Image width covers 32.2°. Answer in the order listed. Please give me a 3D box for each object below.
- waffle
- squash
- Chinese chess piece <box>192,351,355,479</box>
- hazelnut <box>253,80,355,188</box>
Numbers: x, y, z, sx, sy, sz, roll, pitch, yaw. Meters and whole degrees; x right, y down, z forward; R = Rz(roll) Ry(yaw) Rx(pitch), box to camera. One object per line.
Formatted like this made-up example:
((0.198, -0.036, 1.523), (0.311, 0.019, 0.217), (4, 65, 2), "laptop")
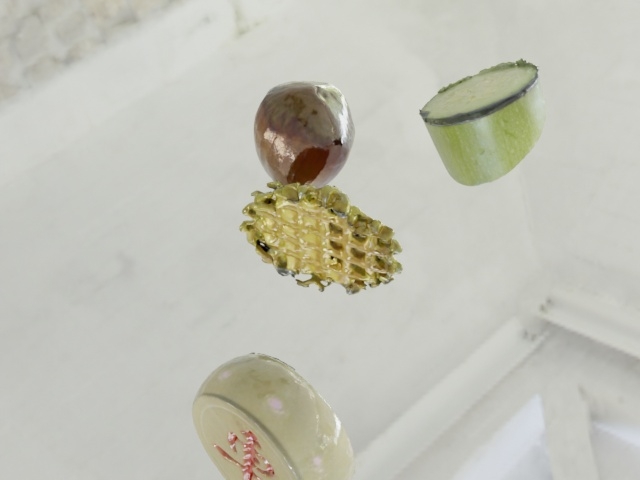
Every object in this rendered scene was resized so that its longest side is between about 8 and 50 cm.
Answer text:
((-0.001, 0.002, 1.857), (0.280, 0.262, 0.060), (-24, -152, 47), "waffle")
((0.289, -0.211, 1.871), (0.220, 0.133, 0.220), (-27, -155, 14), "squash")
((-0.069, 0.277, 1.532), (0.251, 0.250, 0.097), (19, -136, 41), "Chinese chess piece")
((-0.038, -0.186, 1.956), (0.210, 0.186, 0.210), (-21, -136, 22), "hazelnut")
